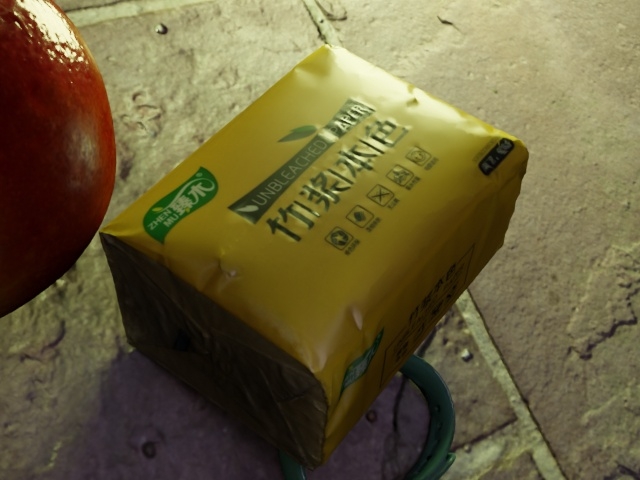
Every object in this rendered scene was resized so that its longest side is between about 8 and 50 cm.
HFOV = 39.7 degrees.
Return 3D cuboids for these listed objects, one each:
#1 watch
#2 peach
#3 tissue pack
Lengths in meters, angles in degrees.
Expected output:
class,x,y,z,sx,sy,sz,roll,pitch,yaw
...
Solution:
class,x,y,z,sx,sy,sz,roll,pitch,yaw
watch,0.048,0.223,1.016,0.195,0.068,0.237,48,56,1
peach,-0.369,-0.088,0.821,0.370,0.370,0.370,8,65,-18
tissue pack,0.000,0.000,0.966,0.293,0.228,0.382,32,58,21
